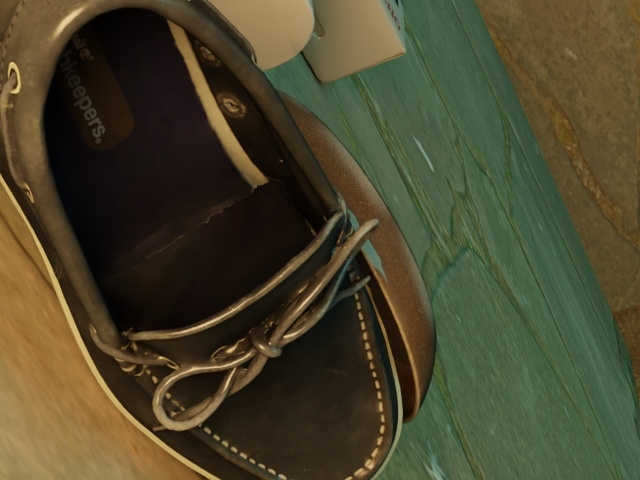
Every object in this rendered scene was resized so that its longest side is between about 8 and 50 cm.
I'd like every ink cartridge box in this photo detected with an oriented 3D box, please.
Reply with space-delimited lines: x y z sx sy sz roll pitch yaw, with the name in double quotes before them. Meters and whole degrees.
"ink cartridge box" 0.013 -0.352 1.685 0.273 0.114 0.197 -88 154 -48

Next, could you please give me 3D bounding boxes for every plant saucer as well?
"plant saucer" 0.000 0.000 1.089 0.310 0.050 0.310 53 -15 21

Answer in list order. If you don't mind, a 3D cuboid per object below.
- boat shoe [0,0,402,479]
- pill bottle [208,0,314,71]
"boat shoe" -0.064 0.018 0.834 0.156 0.187 0.500 42 -17 49
"pill bottle" -0.082 -0.288 1.254 0.153 0.153 0.264 47 28 -52
